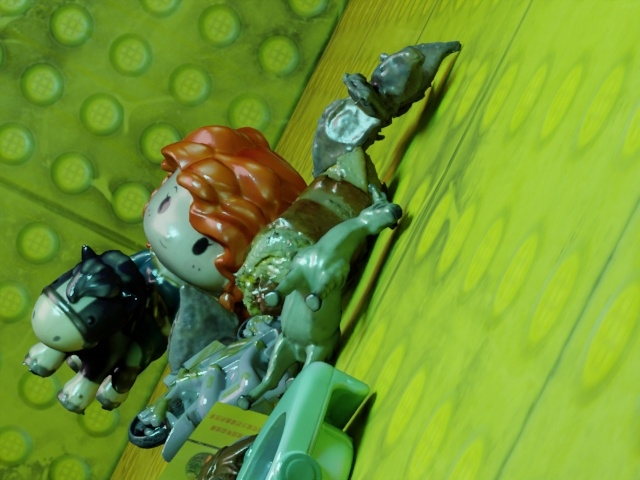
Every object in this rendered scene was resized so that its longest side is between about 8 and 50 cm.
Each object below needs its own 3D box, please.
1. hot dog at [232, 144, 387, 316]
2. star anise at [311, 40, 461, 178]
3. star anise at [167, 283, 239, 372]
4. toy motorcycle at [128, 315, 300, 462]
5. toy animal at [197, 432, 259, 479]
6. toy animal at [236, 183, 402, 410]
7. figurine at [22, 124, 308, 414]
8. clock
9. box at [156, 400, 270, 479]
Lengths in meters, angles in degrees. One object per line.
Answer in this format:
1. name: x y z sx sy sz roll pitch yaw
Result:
1. hot dog: 0.000 0.000 1.976 0.213 0.103 0.146 -46 -2 -29
2. star anise: 0.066 -0.155 2.023 0.172 0.063 0.208 -36 -9 -27
3. star anise: -0.122 0.168 2.217 0.257 0.110 0.198 99 166 -57
4. toy motorcycle: -0.093 0.155 2.007 0.225 0.073 0.152 -40 29 -21
5. toy animal: -0.057 0.209 1.730 0.179 0.089 0.188 -50 -1 -11
6. toy animal: 0.002 0.057 1.828 0.176 0.073 0.217 -36 -32 -55
7. figurine: -0.192 0.044 2.365 0.411 0.241 0.306 -35 -37 -9
8. clock: -0.031 0.212 1.542 0.159 0.066 0.211 -58 9 42
9. box: -0.107 0.227 1.874 0.155 0.087 0.023 -52 -36 -35
